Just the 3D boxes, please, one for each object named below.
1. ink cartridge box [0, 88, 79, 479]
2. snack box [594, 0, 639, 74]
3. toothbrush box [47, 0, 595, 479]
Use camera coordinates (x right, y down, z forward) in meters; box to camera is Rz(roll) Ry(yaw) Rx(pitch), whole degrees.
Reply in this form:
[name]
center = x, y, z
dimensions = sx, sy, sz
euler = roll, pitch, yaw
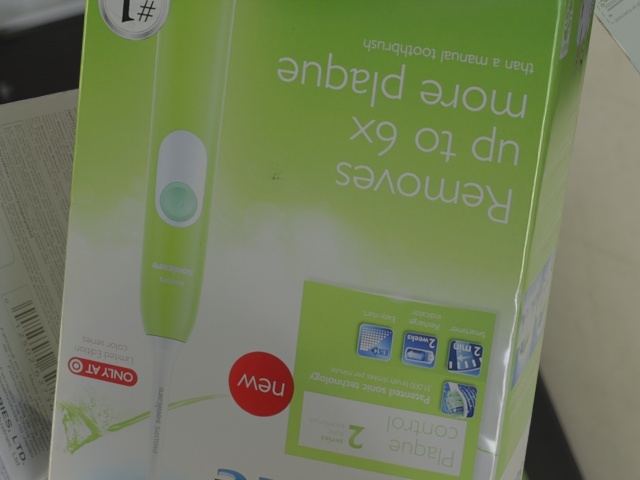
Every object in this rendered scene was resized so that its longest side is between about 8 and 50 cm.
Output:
[ink cartridge box]
center = -0.153, 0.019, 1.028
dimensions = 0.186, 0.065, 0.311
euler = 69, -159, -3
[snack box]
center = 0.294, -0.087, 1.031
dimensions = 0.187, 0.060, 0.322
euler = -37, 91, 38
[toothbrush box]
center = 0.000, 0.000, 0.865
dimensions = 0.122, 0.206, 0.283
euler = -44, -36, -69
